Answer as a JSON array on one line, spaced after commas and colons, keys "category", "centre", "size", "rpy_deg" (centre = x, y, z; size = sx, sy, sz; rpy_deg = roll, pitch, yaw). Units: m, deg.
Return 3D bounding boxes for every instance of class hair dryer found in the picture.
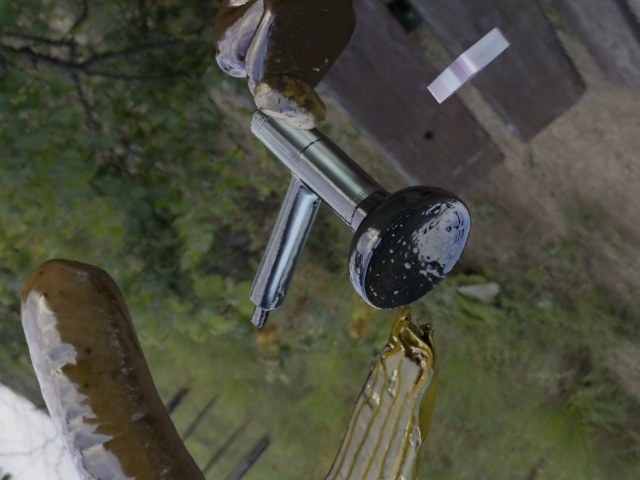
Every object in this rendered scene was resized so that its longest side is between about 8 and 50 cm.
[{"category": "hair dryer", "centre": [0.022, 0.005, 1.267], "size": [0.320, 0.155, 0.284], "rpy_deg": [37, 137, 44]}]

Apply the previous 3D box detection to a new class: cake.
[{"category": "cake", "centre": [0.065, 0.145, 0.854], "size": [0.079, 0.185, 0.116], "rpy_deg": [26, 131, 11]}]

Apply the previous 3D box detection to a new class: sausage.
[{"category": "sausage", "centre": [-0.207, 0.251, 1.169], "size": [0.501, 0.136, 0.123], "rpy_deg": [63, 169, 2]}]

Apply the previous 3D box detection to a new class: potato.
[{"category": "potato", "centre": [-0.026, -0.122, 0.896], "size": [0.051, 0.040, 0.083], "rpy_deg": [19, 179, 30]}]

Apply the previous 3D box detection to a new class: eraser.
[{"category": "eraser", "centre": [0.160, -0.189, 1.116], "size": [0.026, 0.065, 0.105], "rpy_deg": [53, 161, 0]}]

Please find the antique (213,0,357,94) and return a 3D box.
[{"category": "antique", "centre": [-0.023, -0.284, 1.119], "size": [0.121, 0.257, 0.143], "rpy_deg": [15, -159, -39]}]
